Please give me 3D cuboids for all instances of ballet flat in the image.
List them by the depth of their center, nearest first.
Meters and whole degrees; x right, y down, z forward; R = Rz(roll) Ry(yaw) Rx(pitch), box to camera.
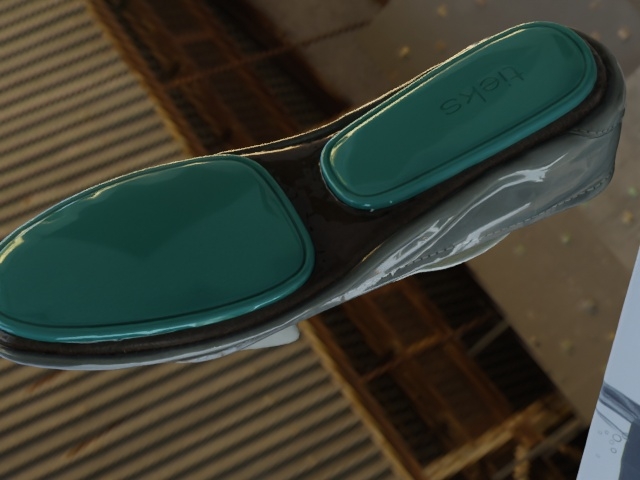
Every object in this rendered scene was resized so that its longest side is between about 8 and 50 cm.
[{"bbox_3d":[0.000,0.000,0.477,0.213,0.068,0.072,-24,-127,-7],"label":"ballet flat"}]

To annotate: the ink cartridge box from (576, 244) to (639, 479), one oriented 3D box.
[{"bbox_3d":[0.265,0.124,0.823,0.223,0.307,0.129,25,-145,26],"label":"ink cartridge box"}]
